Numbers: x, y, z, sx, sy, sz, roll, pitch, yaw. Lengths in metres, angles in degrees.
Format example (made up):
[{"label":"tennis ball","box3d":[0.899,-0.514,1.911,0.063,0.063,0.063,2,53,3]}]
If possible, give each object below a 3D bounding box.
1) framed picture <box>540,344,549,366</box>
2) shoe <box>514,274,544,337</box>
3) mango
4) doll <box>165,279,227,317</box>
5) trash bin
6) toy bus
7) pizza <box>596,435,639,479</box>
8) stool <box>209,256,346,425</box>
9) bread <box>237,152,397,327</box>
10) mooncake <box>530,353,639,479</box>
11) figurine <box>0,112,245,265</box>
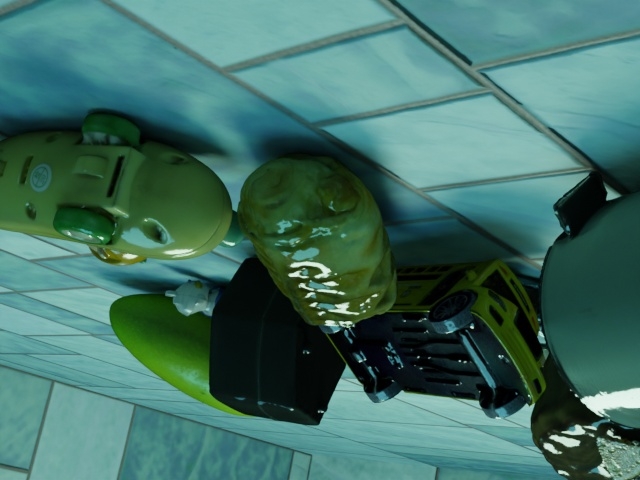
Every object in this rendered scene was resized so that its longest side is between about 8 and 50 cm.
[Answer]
[{"label":"framed picture","box3d":[0.289,0.183,1.683,0.183,0.011,0.142,5,162,19]},{"label":"shoe","box3d":[0.274,0.081,1.276,0.143,0.064,0.071,21,161,-14]},{"label":"mango","box3d":[-0.196,0.180,1.720,0.343,0.156,0.192,27,-168,-5]},{"label":"doll","box3d":[-0.143,0.101,1.619,0.227,0.057,0.114,13,172,-40]},{"label":"trash bin","box3d":[0.345,0.043,0.840,0.277,0.217,0.262,52,154,-5]},{"label":"toy bus","box3d":[0.141,0.104,1.225,0.331,0.151,0.145,-6,121,56]},{"label":"pizza","box3d":[0.401,0.278,1.351,0.078,0.025,0.083,42,124,3]},{"label":"stool","box3d":[-0.052,0.141,1.412,0.141,0.232,0.232,8,163,21]},{"label":"bread","box3d":[0.000,0.000,1.073,0.152,0.130,0.267,11,162,13]},{"label":"mooncake","box3d":[0.450,0.261,1.464,0.290,0.161,0.290,16,146,11]},{"label":"figurine","box3d":[-0.240,-0.043,1.110,0.324,0.124,0.222,4,166,30]}]
